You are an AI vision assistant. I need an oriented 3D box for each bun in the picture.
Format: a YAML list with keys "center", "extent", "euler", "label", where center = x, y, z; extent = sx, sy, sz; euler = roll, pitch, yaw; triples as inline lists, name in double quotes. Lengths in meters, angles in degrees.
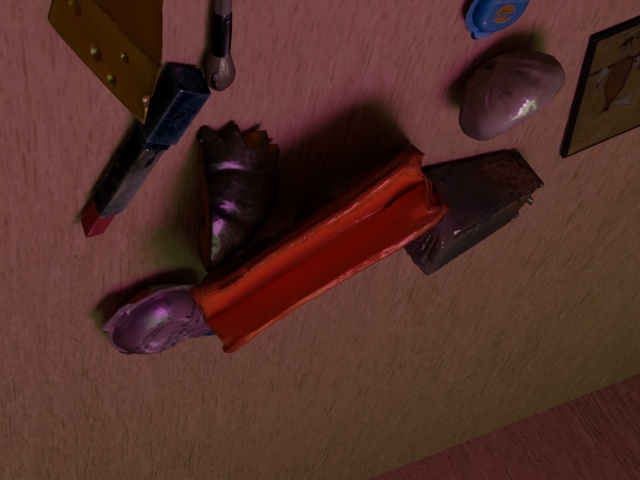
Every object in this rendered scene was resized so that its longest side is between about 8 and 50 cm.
- center: [0.286, -0.236, 1.759]
  extent: [0.183, 0.102, 0.183]
  euler: [-35, -174, 4]
  label: "bun"

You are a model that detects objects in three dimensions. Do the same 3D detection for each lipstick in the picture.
- center: [-0.248, -0.113, 1.541]
  extent: [0.051, 0.051, 0.312]
  euler: [0, 143, -41]
  label: "lipstick"

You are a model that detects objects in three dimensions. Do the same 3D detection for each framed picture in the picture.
- center: [0.559, -0.290, 2.006]
  extent: [0.255, 0.014, 0.338]
  euler: [-22, 151, -12]
  label: "framed picture"

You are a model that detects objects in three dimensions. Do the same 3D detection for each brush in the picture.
- center: [-0.121, -0.288, 1.380]
  extent: [0.042, 0.039, 0.299]
  euler: [-18, 149, -18]
  label: "brush"

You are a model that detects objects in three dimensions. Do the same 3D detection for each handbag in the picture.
- center: [0.000, 0.000, 1.757]
  extent: [0.410, 0.116, 0.303]
  euler: [-32, -173, 5]
  label: "handbag"

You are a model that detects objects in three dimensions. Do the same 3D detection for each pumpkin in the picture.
- center: [-0.113, -0.045, 1.667]
  extent: [0.130, 0.149, 0.254]
  euler: [-7, 146, -13]
  label: "pumpkin"

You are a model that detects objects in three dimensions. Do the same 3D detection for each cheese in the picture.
- center: [0.277, -0.379, 1.589]
  extent: [0.106, 0.037, 0.256]
  euler: [-11, 146, -31]
  label: "cheese"
- center: [-0.213, -0.221, 1.265]
  extent: [0.126, 0.171, 0.093]
  euler: [-7, 145, -33]
  label: "cheese"
- center: [-0.245, 0.133, 1.917]
  extent: [0.286, 0.074, 0.189]
  euler: [3, 139, -50]
  label: "cheese"

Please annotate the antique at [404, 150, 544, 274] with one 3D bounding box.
- center: [0.263, -0.066, 2.003]
  extent: [0.284, 0.150, 0.125]
  euler: [-21, 156, -30]
  label: "antique"
